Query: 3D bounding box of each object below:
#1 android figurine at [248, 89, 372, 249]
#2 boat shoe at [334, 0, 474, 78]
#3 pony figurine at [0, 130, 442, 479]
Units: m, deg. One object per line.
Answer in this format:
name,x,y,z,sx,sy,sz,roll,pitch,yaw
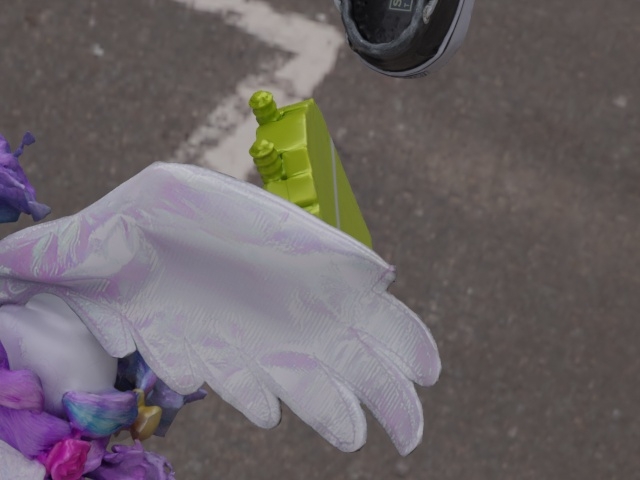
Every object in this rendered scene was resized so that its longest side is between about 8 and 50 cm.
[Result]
android figurine,0.000,0.000,1.213,0.056,0.273,0.248,-16,42,11
boat shoe,0.055,-0.259,0.927,0.113,0.306,0.105,12,0,15
pony figurine,-0.154,0.061,0.762,0.351,0.303,0.363,35,2,-2
